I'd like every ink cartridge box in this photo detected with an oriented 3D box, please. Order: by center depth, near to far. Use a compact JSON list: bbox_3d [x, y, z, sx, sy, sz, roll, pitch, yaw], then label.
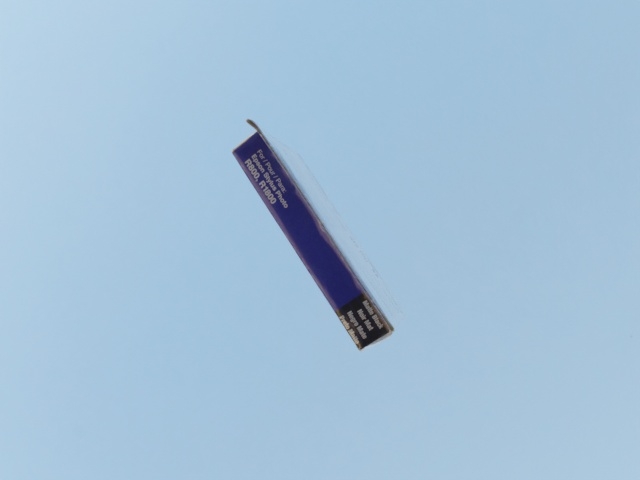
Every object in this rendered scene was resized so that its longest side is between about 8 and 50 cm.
[{"bbox_3d":[0.000,0.000,0.750,0.045,0.224,0.223,-34,-97,6],"label":"ink cartridge box"}]
